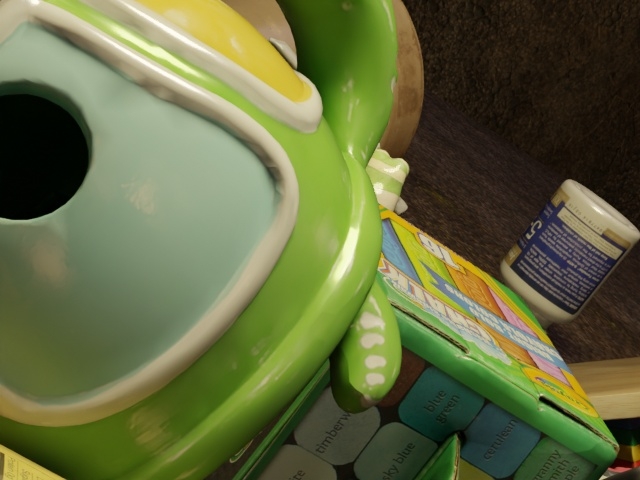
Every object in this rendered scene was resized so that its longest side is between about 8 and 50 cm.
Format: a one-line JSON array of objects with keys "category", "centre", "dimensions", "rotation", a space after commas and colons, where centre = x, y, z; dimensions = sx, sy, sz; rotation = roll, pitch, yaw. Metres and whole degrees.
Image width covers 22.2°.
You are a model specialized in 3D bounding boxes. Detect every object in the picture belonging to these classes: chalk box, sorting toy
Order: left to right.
[{"category": "chalk box", "centre": [0.040, 0.115, 0.961], "dimensions": [0.179, 0.180, 0.289], "rotation": [32, 14, -18]}, {"category": "sorting toy", "centre": [0.360, 0.168, 1.585], "dimensions": [0.257, 0.089, 0.255], "rotation": [-6, 2, 12]}]

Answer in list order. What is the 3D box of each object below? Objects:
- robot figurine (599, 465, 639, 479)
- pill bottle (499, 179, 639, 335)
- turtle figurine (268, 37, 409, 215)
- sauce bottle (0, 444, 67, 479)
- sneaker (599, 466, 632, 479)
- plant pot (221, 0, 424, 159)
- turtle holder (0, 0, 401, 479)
[{"category": "robot figurine", "centre": [0.269, 0.257, 1.084], "dimensions": [0.278, 0.209, 0.173], "rotation": [34, -2, -24]}, {"category": "pill bottle", "centre": [0.275, 0.033, 1.904], "dimensions": [0.112, 0.186, 0.112], "rotation": [35, 12, -8]}, {"category": "turtle figurine", "centre": [0.000, 0.000, 1.241], "dimensions": [0.266, 0.198, 0.274], "rotation": [31, 16, -46]}, {"category": "sauce bottle", "centre": [-0.081, 0.162, 0.614], "dimensions": [0.344, 0.111, 0.111], "rotation": [34, 12, -21]}, {"category": "sneaker", "centre": [0.191, 0.221, 1.192], "dimensions": [0.299, 0.121, 0.112], "rotation": [35, 41, -14]}, {"category": "plant pot", "centre": [-0.066, -0.147, 1.570], "dimensions": [0.263, 0.263, 0.229], "rotation": [42, 30, 21]}, {"category": "turtle holder", "centre": [-0.088, -0.023, 0.707], "dimensions": [0.227, 0.320, 0.243], "rotation": [57, 8, -33]}]
